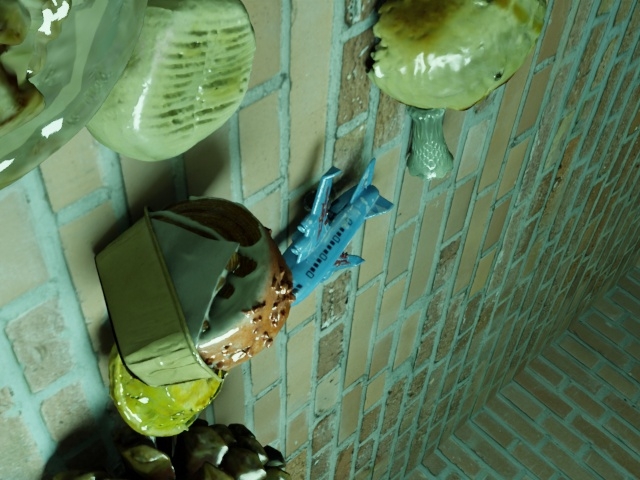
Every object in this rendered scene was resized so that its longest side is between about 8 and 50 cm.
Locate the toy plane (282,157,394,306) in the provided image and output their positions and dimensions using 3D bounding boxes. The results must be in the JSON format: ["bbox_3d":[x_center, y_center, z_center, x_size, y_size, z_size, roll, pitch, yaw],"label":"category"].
[{"bbox_3d":[0.000,0.000,1.188,0.271,0.105,0.254,-41,150,-15],"label":"toy plane"}]

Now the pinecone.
[{"bbox_3d":[-0.199,0.415,1.191,0.384,0.384,0.384,-35,148,-26],"label":"pinecone"}]

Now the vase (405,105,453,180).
[{"bbox_3d":[0.172,-0.172,1.264,0.081,0.081,0.148,-40,147,-18],"label":"vase"}]

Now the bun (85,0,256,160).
[{"bbox_3d":[-0.152,-0.173,0.748,0.193,0.128,0.178,-30,147,-54],"label":"bun"}]

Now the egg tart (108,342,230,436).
[{"bbox_3d":[-0.189,0.163,1.059,0.213,0.090,0.212,-16,109,-54],"label":"egg tart"}]

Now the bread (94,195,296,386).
[{"bbox_3d":[-0.141,0.056,0.925,0.212,0.224,0.142,-24,148,-3],"label":"bread"}]

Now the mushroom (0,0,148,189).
[{"bbox_3d":[-0.248,-0.148,0.453,0.362,0.295,0.362,-37,149,-27],"label":"mushroom"}]

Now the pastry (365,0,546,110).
[{"bbox_3d":[0.202,-0.272,1.080,0.256,0.170,0.237,-47,151,9],"label":"pastry"}]
